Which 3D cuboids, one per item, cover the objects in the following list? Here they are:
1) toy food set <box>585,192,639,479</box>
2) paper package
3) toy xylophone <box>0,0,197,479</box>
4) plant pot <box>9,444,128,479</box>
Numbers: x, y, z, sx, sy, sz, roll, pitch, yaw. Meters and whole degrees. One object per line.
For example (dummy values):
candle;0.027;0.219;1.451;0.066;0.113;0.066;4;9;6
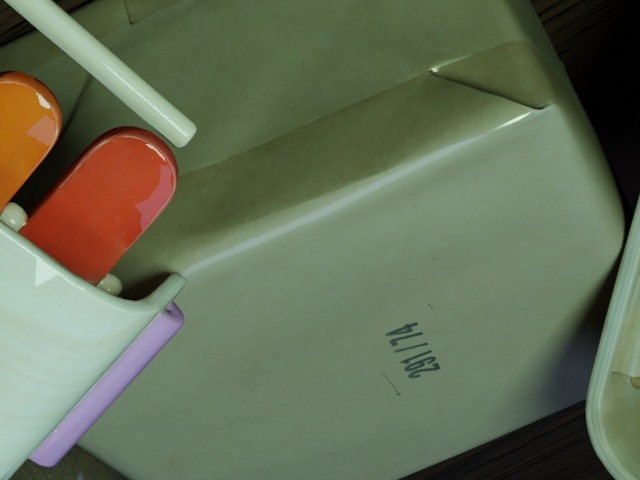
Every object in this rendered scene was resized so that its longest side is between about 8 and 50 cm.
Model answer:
toy food set;0.248;-0.016;0.948;0.219;0.092;0.306;-5;112;-59
paper package;0.000;0.000;0.949;0.309;0.168;0.325;-25;149;9
toy xylophone;-0.184;-0.035;0.715;0.236;0.081;0.323;-39;108;15
plant pot;-0.203;0.173;1.105;0.215;0.215;0.230;20;119;-47
